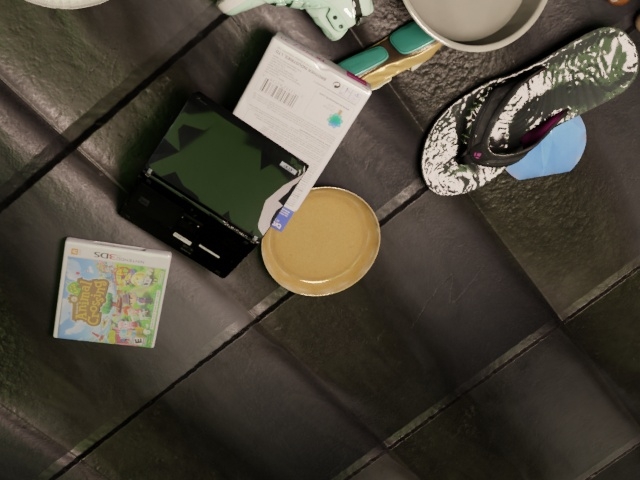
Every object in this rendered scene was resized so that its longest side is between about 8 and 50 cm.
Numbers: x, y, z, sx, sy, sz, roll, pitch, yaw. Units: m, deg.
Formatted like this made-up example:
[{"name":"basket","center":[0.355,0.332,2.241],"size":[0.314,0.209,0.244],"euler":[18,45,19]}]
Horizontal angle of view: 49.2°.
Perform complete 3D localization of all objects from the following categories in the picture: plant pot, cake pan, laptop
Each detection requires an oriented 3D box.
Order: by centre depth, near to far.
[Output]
[{"name":"cake pan","center":[0.247,-0.459,1.153],"size":[0.293,0.054,0.293],"euler":[-3,99,-16]},{"name":"laptop","center":[-0.196,-0.087,1.244],"size":[0.234,0.136,0.264],"euler":[33,142,-12]},{"name":"plant pot","center":[0.000,0.000,1.376],"size":[0.236,0.032,0.236],"euler":[-5,116,-10]}]

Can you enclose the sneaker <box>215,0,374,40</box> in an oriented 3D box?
[{"name":"sneaker","center":[-0.033,-0.382,1.148],"size":[0.256,0.094,0.151],"euler":[-21,121,0]}]

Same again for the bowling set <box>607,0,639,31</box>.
[{"name":"bowling set","center":[0.618,-0.424,1.222],"size":[0.200,0.154,0.287],"euler":[-7,107,-2]}]

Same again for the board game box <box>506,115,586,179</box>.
[{"name":"board game box","center":[0.431,-0.194,1.373],"size":[0.169,0.033,0.133],"euler":[-10,114,6]}]

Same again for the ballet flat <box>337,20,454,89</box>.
[{"name":"ballet flat","center":[0.129,-0.321,1.236],"size":[0.232,0.080,0.073],"euler":[-24,146,3]}]

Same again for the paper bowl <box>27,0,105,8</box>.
[{"name":"paper bowl","center":[-0.378,-0.477,0.996],"size":[0.284,0.148,0.284],"euler":[-5,118,-10]}]

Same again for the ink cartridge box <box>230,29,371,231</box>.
[{"name":"ink cartridge box","center":[-0.069,-0.182,1.222],"size":[0.186,0.065,0.311],"euler":[28,115,-11]}]

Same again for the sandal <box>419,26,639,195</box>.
[{"name":"sandal","center":[0.371,-0.238,1.280],"size":[0.446,0.107,0.167],"euler":[-35,102,11]}]

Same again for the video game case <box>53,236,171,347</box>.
[{"name":"video game case","center":[-0.400,0.105,1.343],"size":[0.193,0.023,0.212],"euler":[9,113,-16]}]
